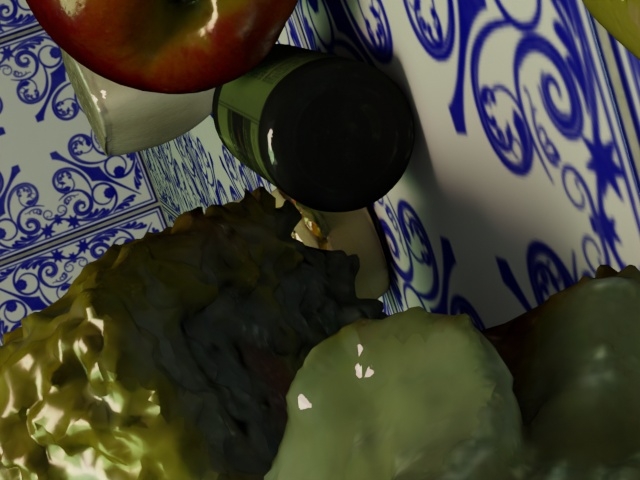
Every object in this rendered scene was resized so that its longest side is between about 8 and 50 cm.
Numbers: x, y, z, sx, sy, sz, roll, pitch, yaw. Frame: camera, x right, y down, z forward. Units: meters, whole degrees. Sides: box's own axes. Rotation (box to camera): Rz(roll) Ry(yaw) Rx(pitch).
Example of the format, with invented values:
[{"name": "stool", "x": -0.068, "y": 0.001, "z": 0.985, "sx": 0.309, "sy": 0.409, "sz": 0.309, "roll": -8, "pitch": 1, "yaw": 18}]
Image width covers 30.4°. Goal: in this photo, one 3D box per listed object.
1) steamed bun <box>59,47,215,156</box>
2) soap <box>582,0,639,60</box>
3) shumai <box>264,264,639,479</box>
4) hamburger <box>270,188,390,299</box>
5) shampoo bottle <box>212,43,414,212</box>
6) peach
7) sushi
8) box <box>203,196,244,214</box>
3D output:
[{"name": "steamed bun", "x": -0.206, "y": -0.198, "z": 1.385, "sx": 0.146, "sy": 0.164, "sz": 0.241, "roll": 66, "pitch": 168, "yaw": 6}, {"name": "soap", "x": 0.116, "y": -0.087, "z": 0.362, "sx": 0.140, "sy": 0.045, "sz": 0.089, "roll": -123, "pitch": 13, "yaw": -47}, {"name": "shumai", "x": 0.100, "y": 0.169, "z": 0.386, "sx": 0.323, "sy": 0.398, "sz": 0.324, "roll": -77, "pitch": 1, "yaw": -51}, {"name": "hamburger", "x": 0.000, "y": 0.000, "z": 0.988, "sx": 0.126, "sy": 0.081, "sz": 0.141, "roll": -128, "pitch": 18, "yaw": -56}, {"name": "shampoo bottle", "x": -0.023, "y": -0.093, "z": 0.872, "sx": 0.284, "sy": 0.101, "sz": 0.101, "roll": -142, "pitch": 32, "yaw": -70}, {"name": "peach", "x": -0.111, "y": -0.222, "z": 0.803, "sx": 0.243, "sy": 0.200, "sz": 0.243, "roll": 175, "pitch": 90, "yaw": -74}, {"name": "sushi", "x": -0.032, "y": 0.167, "z": 0.718, "sx": 0.351, "sy": 0.240, "sz": 0.396, "roll": 50, "pitch": -161, "yaw": 4}, {"name": "box", "x": -0.066, "y": 0.076, "z": 1.426, "sx": 0.168, "sy": 0.095, "sz": 0.212, "roll": 49, "pitch": 159, "yaw": 53}]
